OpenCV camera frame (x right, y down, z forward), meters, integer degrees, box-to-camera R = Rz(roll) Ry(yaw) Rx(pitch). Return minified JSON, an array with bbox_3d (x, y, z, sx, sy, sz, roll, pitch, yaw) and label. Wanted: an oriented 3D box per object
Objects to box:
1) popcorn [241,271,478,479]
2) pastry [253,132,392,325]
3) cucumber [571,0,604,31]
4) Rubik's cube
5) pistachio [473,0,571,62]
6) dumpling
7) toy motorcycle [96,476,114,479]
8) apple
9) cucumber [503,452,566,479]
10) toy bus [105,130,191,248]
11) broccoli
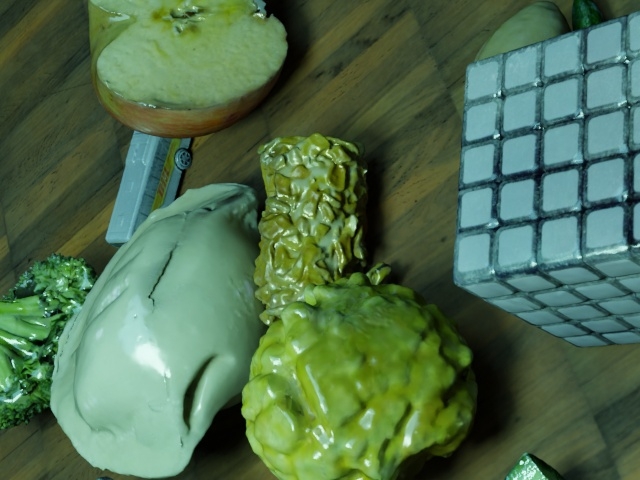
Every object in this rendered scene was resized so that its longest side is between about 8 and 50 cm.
[{"bbox_3d":[0.038,0.158,1.538,0.225,0.249,0.249,115,156,-60],"label":"popcorn"},{"bbox_3d":[0.000,0.000,1.722,0.154,0.102,0.250,-1,71,-2],"label":"pastry"},{"bbox_3d":[0.290,-0.209,1.602,0.037,0.037,0.155,-23,58,35],"label":"cucumber"},{"bbox_3d":[0.282,-0.048,1.383,0.238,0.237,0.237,-11,62,40],"label":"Rubik's cube"},{"bbox_3d":[0.218,-0.165,1.598,0.124,0.124,0.185,4,69,45],"label":"pistachio"},{"bbox_3d":[-0.205,0.096,1.797,0.315,0.233,0.395,-8,56,33],"label":"dumpling"},{"bbox_3d":[-0.171,0.370,1.664,0.109,0.198,0.296,-29,15,-26],"label":"toy motorcycle"},{"bbox_3d":[-0.175,-0.245,1.968,0.251,0.163,0.293,-7,61,-6],"label":"apple"},{"bbox_3d":[0.170,0.333,1.433,0.244,0.063,0.115,-52,53,11],"label":"cucumber"},{"bbox_3d":[-0.229,-0.074,2.013,0.064,0.075,0.191,-2,70,44],"label":"toy bus"},{"bbox_3d":[-0.373,0.130,1.980,0.198,0.176,0.226,-120,31,-46],"label":"broccoli"}]
